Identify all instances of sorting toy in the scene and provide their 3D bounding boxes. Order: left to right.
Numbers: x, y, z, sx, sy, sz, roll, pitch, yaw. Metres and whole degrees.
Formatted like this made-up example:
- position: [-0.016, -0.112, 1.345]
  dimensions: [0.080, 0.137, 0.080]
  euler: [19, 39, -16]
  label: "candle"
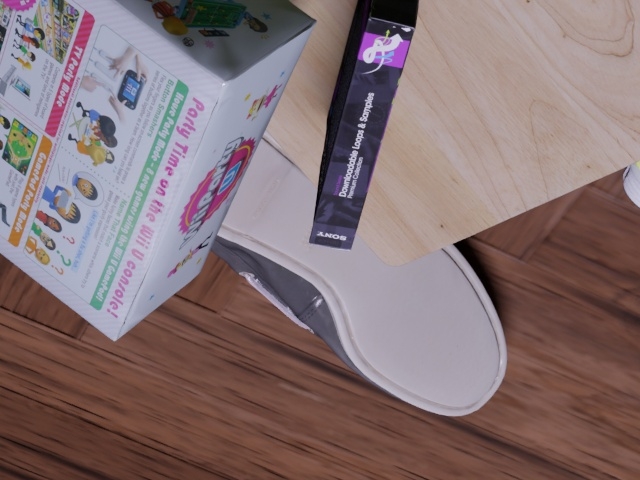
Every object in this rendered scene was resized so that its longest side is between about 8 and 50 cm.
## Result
- position: [0.078, -0.139, 1.081]
  dimensions: [0.255, 0.089, 0.257]
  euler: [-25, 124, 27]
  label: "sorting toy"

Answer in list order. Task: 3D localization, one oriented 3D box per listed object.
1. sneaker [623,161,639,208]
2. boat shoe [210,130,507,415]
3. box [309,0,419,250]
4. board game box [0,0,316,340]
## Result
- position: [0.297, -0.060, 1.123]
  dimensions: [0.208, 0.081, 0.094]
  euler: [1, 129, 9]
  label: "sneaker"
- position: [0.000, 0.000, 1.229]
  dimensions: [0.335, 0.095, 0.112]
  euler: [39, 90, -28]
  label: "boat shoe"
- position: [0.026, -0.090, 0.994]
  dimensions: [0.029, 0.116, 0.162]
  euler: [13, 133, -4]
  label: "box"
- position: [-0.179, -0.119, 1.053]
  dimensions: [0.303, 0.097, 0.224]
  euler: [38, 133, 11]
  label: "board game box"
